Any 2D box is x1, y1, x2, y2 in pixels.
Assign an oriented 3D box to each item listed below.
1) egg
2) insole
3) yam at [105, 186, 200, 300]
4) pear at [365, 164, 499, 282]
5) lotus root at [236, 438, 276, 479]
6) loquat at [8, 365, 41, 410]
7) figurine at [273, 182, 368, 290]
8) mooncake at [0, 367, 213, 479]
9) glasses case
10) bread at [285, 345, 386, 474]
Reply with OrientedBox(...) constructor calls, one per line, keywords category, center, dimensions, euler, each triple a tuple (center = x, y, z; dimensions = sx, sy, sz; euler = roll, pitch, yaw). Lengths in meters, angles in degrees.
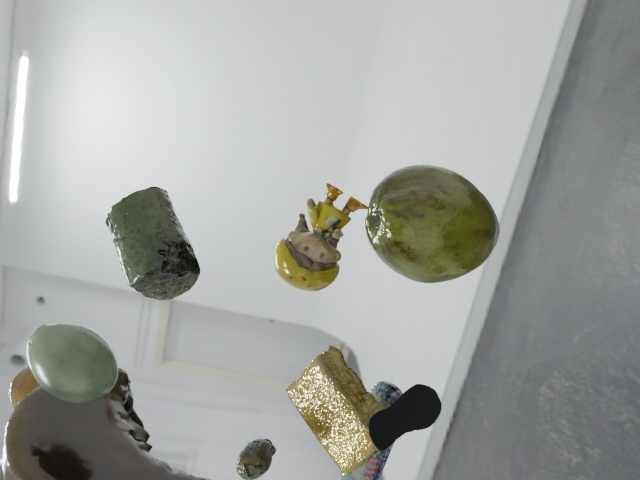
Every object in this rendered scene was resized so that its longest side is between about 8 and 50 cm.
OrientedBox(category="egg", center=(-0.396, 0.194, 1.085), dimensions=(0.114, 0.152, 0.114), euler=(-49, 7, 8))
OrientedBox(category="insole", center=(0.165, 0.333, 1.302), dimensions=(0.005, 0.253, 0.086), euler=(-27, 79, 37))
OrientedBox(category="yam", center=(-0.458, 0.013, 1.845), dimensions=(0.300, 0.195, 0.195), euler=(60, 149, 31))
OrientedBox(category="pear", center=(0.308, -0.043, 1.922), dimensions=(0.352, 0.413, 0.352), euler=(-20, 66, 54))
OrientedBox(category="lotus root", center=(-0.164, 0.555, 1.742), dimensions=(0.165, 0.088, 0.088), euler=(-29, -46, -69))
OrientedBox(category="loquat", center=(-0.758, 0.446, 1.922), dimensions=(0.238, 0.238, 0.193), euler=(116, 177, -63))
OrientedBox(category="figurine", center=(0.000, 0.000, 2.130), dimensions=(0.344, 0.215, 0.187), euler=(-57, 3, 11))
OrientedBox(category="mooncake", center=(-0.373, 0.417, 1.210), dimensions=(0.394, 0.393, 0.246), euler=(-92, 26, -71))
OrientedBox(category="glasses case", center=(0.140, 0.543, 1.854), dimensions=(0.125, 0.076, 0.328), euler=(29, 101, 57))
OrientedBox(category="bread", center=(0.054, 0.431, 1.736), dimensions=(0.114, 0.275, 0.185), euler=(-17, -30, -51))
